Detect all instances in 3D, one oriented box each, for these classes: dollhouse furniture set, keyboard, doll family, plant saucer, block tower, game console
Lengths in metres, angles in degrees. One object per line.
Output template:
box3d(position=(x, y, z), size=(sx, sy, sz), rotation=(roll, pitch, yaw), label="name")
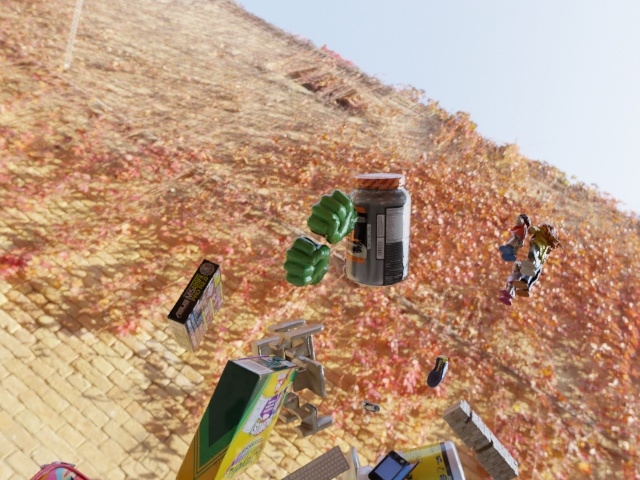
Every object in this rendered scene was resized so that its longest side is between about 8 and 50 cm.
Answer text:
box3d(position=(-0.067, 0.478, 1.715), size=(0.394, 0.257, 0.361), rotation=(2, -80, 58), label="dollhouse furniture set")
box3d(position=(-0.040, 0.695, 1.288), size=(0.072, 0.256, 0.014), rotation=(59, -4, 14), label="keyboard")
box3d(position=(0.529, 0.049, 1.100), size=(0.119, 0.163, 0.262), rotation=(17, -38, 33), label="doll family")
box3d(position=(0.135, 1.006, 1.685), size=(0.101, 0.400, 0.400), rotation=(-13, -65, 0), label="plant saucer")
box3d(position=(0.622, 0.778, 1.710), size=(0.097, 0.091, 0.335), rotation=(-41, -97, 20), label="block tower")
box3d(position=(0.215, 0.669, 1.297), size=(0.107, 0.122, 0.071), rotation=(26, -49, 40), label="game console")

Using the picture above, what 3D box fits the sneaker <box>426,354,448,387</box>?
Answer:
box3d(position=(0.443, 0.501, 1.656), size=(0.053, 0.144, 0.059), rotation=(11, -48, 35), label="sneaker")

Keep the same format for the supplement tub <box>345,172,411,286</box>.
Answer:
box3d(position=(0.171, -0.037, 1.319), size=(0.194, 0.194, 0.315), rotation=(7, -75, 30), label="supplement tub")

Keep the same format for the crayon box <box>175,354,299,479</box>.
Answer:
box3d(position=(-0.207, 0.488, 1.228), size=(0.106, 0.363, 0.312), rotation=(21, -97, 17), label="crayon box")

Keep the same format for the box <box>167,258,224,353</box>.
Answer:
box3d(position=(-0.389, 0.215, 1.413), size=(0.060, 0.216, 0.270), rotation=(22, -32, 5), label="box")

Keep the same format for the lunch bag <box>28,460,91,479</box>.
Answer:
box3d(position=(-0.425, 0.482, 0.621), size=(0.258, 0.293, 0.120), rotation=(46, -66, -7), label="lunch bag")

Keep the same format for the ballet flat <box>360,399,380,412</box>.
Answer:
box3d(position=(0.201, 0.702, 1.869), size=(0.114, 0.041, 0.041), rotation=(-11, -68, 51), label="ballet flat")

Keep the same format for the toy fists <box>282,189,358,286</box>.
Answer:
box3d(position=(0.000, 0.000, 1.161), size=(0.096, 0.142, 0.279), rotation=(33, -87, 32), label="toy fists")

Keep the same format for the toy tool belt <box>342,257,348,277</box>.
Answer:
box3d(position=(0.106, 0.108, 1.748), size=(0.083, 0.052, 0.051), rotation=(70, -19, -3), label="toy tool belt")

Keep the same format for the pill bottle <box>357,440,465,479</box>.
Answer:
box3d(position=(0.300, 0.789, 1.452), size=(0.334, 0.188, 0.187), rotation=(-18, -70, 11), label="pill bottle")
